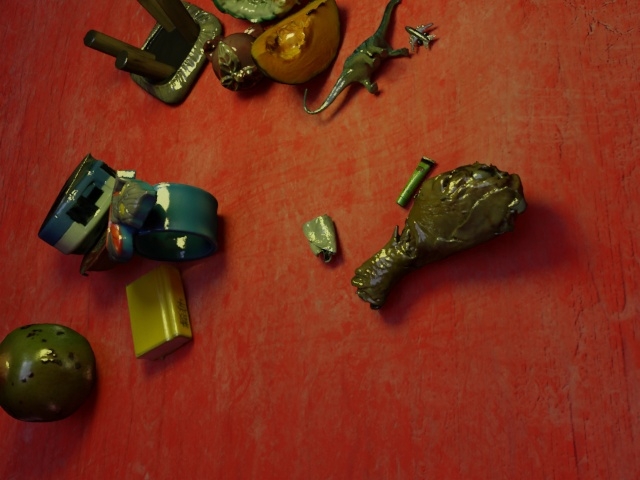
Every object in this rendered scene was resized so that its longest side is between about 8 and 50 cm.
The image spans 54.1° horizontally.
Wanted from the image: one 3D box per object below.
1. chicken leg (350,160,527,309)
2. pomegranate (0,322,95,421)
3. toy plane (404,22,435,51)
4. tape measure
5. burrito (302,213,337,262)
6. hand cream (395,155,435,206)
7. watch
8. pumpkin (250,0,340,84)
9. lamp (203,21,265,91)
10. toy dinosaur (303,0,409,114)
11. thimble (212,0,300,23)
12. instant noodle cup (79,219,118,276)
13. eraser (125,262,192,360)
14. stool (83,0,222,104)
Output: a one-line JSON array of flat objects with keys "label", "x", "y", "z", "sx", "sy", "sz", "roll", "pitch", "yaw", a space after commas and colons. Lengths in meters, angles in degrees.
[{"label": "chicken leg", "x": 0.218, "y": -0.001, "z": 1.261, "sx": 0.429, "sy": 0.153, "sz": 0.201, "roll": -42, "pitch": 64, "yaw": 24}, {"label": "pomegranate", "x": -0.774, "y": 0.333, "z": 1.683, "sx": 0.291, "sy": 0.323, "sz": 0.290, "roll": -32, "pitch": 37, "yaw": 27}, {"label": "toy plane", "x": 0.230, "y": -0.483, "z": 1.474, "sx": 0.083, "sy": 0.031, "sz": 0.078, "roll": 42, "pitch": 99, "yaw": 35}, {"label": "tape measure", "x": -0.698, "y": -0.089, "z": 1.825, "sx": 0.259, "sy": 0.138, "sz": 0.262, "roll": -25, "pitch": 41, "yaw": 52}, {"label": "burrito", "x": 0.003, "y": -0.002, "z": 1.454, "sx": 0.074, "sy": 0.044, "sz": 0.118, "roll": -27, "pitch": 59, "yaw": 20}, {"label": "hand cream", "x": 0.207, "y": -0.129, "z": 1.379, "sx": 0.036, "sy": 0.023, "sz": 0.122, "roll": 34, "pitch": 90, "yaw": 39}, {"label": "watch", "x": -0.381, "y": -0.061, "z": 1.561, "sx": 0.305, "sy": 0.275, "sz": 0.241, "roll": -33, "pitch": 53, "yaw": 57}, {"label": "pumpkin", "x": -0.076, "y": -0.485, "z": 1.611, "sx": 0.312, "sy": 0.148, "sz": 0.169, "roll": -45, "pitch": 28, "yaw": -27}, {"label": "lamp", "x": -0.226, "y": -0.490, "z": 1.711, "sx": 0.215, "sy": 0.151, "sz": 0.223, "roll": -8, "pitch": 29, "yaw": 16}, {"label": "toy dinosaur", "x": 0.110, "y": -0.432, "z": 1.513, "sx": 0.363, "sy": 0.076, "sz": 0.147, "roll": -51, "pitch": 45, "yaw": 2}, {"label": "thimble", "x": -0.176, "y": -0.711, "z": 1.671, "sx": 0.288, "sy": 0.254, "sz": 0.167, "roll": 12, "pitch": 75, "yaw": 22}, {"label": "instant noodle cup", "x": -0.574, "y": -0.006, "z": 1.772, "sx": 0.274, "sy": 0.091, "sz": 0.274, "roll": -41, "pitch": 31, "yaw": 31}, {"label": "eraser", "x": -0.426, "y": 0.190, "z": 1.653, "sx": 0.158, "sy": 0.069, "sz": 0.226, "roll": -28, "pitch": 62, "yaw": 21}, {"label": "stool", "x": -0.499, "y": -0.609, "z": 1.869, "sx": 0.310, "sy": 0.226, "sz": 0.310, "roll": 36, "pitch": 97, "yaw": 36}]
